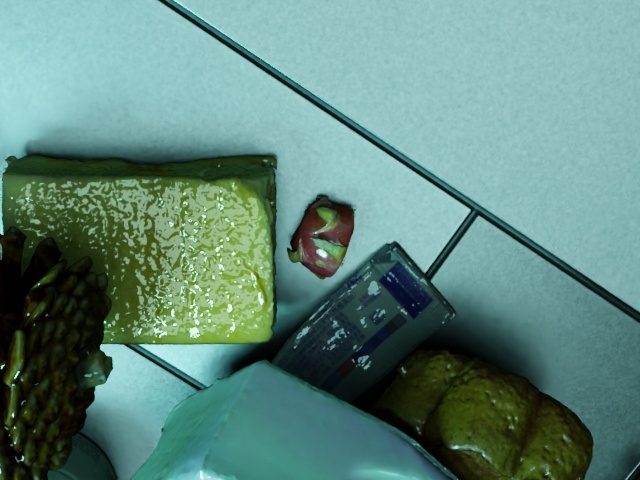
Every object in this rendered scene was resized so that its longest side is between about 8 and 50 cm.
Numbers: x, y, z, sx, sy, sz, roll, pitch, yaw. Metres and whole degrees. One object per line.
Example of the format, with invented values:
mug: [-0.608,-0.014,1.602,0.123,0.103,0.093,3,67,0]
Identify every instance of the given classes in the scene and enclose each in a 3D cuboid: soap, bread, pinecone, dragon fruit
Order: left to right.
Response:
pinecone: [-0.314,0.106,1.118,0.264,0.264,0.264,0,106,-1]
bread: [-0.181,0.008,1.266,0.274,0.114,0.185,0,103,-3]
dragon fruit: [0.000,0.000,1.293,0.056,0.060,0.083,24,106,-11]
soap: [0.047,0.318,1.219,0.446,0.156,0.261,42,141,-13]
bread: [0.160,0.205,1.264,0.232,0.246,0.135,33,78,-19]

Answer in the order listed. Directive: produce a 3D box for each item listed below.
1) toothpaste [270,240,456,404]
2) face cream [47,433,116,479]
toothpaste: [0.007,0.130,1.336,0.282,0.068,0.099,-42,133,0]
face cream: [-0.310,0.301,1.326,0.177,0.153,0.177,-1,105,-3]
